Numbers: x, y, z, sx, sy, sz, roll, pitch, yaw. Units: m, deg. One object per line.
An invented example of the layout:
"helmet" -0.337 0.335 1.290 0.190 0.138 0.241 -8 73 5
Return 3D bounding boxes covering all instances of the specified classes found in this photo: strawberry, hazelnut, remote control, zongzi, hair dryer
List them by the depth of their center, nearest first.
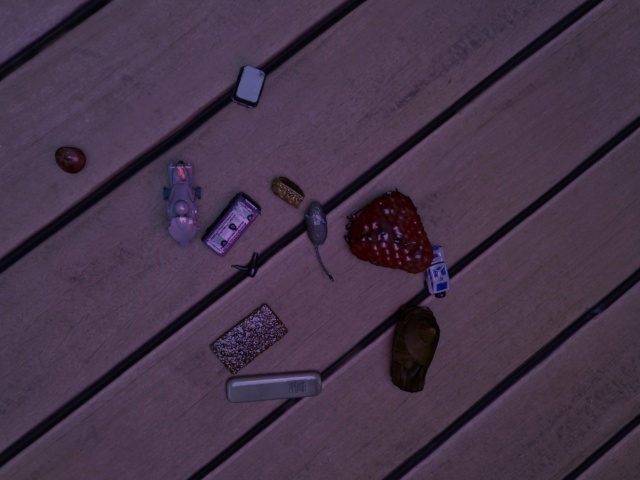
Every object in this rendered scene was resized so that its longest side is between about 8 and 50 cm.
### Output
"hazelnut" -0.717 -0.233 1.773 0.086 0.086 0.086 -1 96 -11
"strawberry" 0.214 -0.009 1.924 0.253 0.150 0.280 -22 87 -4
"zongzi" 0.305 0.360 1.931 0.134 0.288 0.285 5 95 -6
"hair dryer" -0.236 0.073 1.931 0.083 0.031 0.079 8 84 -4
"remote control" -0.147 0.471 1.984 0.310 0.038 0.090 -3 98 -10

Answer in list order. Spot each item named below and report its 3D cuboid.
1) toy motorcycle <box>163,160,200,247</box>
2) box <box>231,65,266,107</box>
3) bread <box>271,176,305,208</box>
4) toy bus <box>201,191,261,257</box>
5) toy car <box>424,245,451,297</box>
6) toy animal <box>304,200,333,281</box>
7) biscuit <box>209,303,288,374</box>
"toy motorcycle" -0.402 -0.102 1.805 0.110 0.171 0.260 -2 99 -12
"box" -0.211 -0.463 1.851 0.084 0.069 0.122 16 93 -14
"bread" -0.101 -0.153 1.913 0.110 0.060 0.066 34 76 -10
"toy bus" -0.268 -0.049 1.866 0.096 0.108 0.199 40 88 -13
"toy car" 0.379 0.104 2.028 0.080 0.070 0.170 -14 98 -9
"toy animal" -0.004 0.003 1.938 0.070 0.079 0.252 -7 97 12
"biscuit" -0.226 0.313 1.958 0.231 0.025 0.131 -39 101 -5
